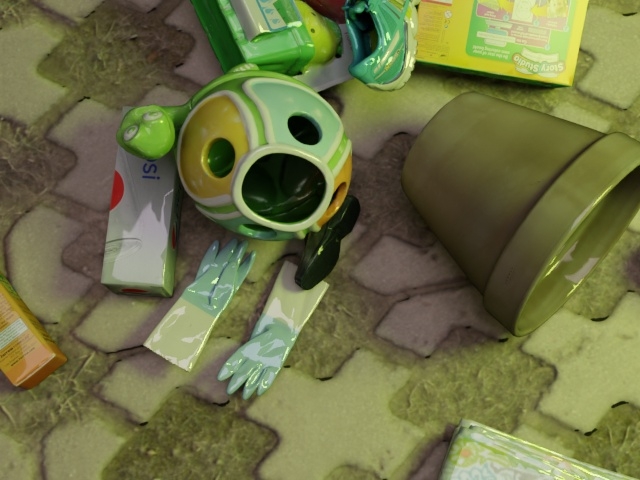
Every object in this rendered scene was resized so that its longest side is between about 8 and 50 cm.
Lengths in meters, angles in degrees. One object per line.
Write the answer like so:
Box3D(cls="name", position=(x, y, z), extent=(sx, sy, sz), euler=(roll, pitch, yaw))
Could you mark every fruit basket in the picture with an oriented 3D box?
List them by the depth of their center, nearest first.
Box3D(cls="fruit basket", position=(-0.022, -0.405, 1.354), extent=(0.353, 0.165, 0.327), euler=(-24, 89, -17))

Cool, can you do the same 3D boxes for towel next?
Box3D(cls="towel", position=(0.289, 0.477, 1.194), extent=(0.321, 0.090, 0.374), euler=(20, 77, 7))

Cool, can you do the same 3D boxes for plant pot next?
Box3D(cls="plant pot", position=(0.280, -0.066, 1.235), extent=(0.280, 0.323, 0.323), euler=(39, 78, 24))

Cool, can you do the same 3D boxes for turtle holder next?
Box3D(cls="turtle holder", position=(-0.096, -0.131, 1.188), extent=(0.243, 0.227, 0.320), euler=(-41, 117, 6))

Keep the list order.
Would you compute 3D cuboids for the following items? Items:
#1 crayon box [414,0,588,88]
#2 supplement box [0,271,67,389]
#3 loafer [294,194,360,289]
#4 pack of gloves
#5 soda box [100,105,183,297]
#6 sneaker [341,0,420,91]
Box3D(cls="crayon box", position=(0.279, -0.348, 1.353), extent=(0.278, 0.081, 0.165), euler=(8, 98, -7))
Box3D(cls="supplement box", position=(-0.487, 0.111, 1.266), extent=(0.080, 0.078, 0.233), euler=(-41, 81, -10))
Box3D(cls="loafer", position=(0.000, 0.000, 1.320), extent=(0.061, 0.062, 0.170), euler=(18, 66, 31))
Box3D(cls="pack of gloves", position=(-0.127, 0.120, 1.299), extent=(0.195, 0.046, 0.232), euler=(29, 67, 5))
Box3D(cls="soda box", position=(-0.269, -0.059, 1.305), extent=(0.098, 0.091, 0.286), euler=(4, 76, 0))
Box3D(cls="sneaker", position=(0.091, -0.367, 1.285), extent=(0.110, 0.107, 0.275), euler=(6, 81, -38))
